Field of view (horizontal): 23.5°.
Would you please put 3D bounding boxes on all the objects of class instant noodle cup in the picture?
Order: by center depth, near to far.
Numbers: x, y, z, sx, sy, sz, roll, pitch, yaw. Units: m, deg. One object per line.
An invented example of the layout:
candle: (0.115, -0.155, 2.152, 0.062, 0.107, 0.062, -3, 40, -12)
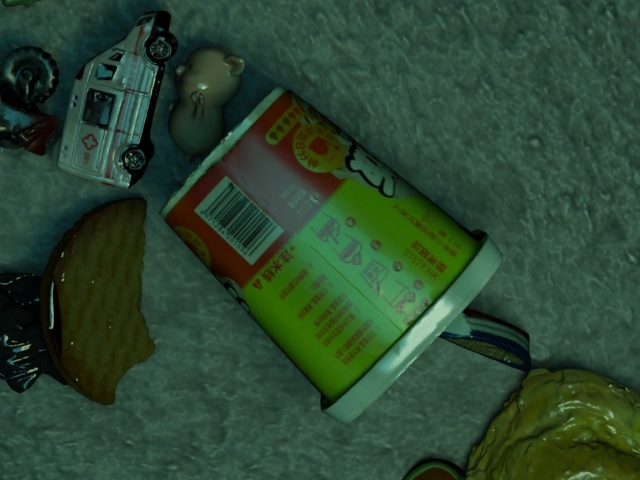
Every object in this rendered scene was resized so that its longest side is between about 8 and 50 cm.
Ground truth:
instant noodle cup: (0.000, 0.000, 1.712, 0.308, 0.294, 0.294, 44, 93, -3)

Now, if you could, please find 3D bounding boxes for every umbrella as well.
umbrella: (-0.387, 0.075, 1.759, 0.272, 0.122, 0.110, 34, 138, -13)

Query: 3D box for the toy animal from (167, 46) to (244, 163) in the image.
toy animal: (-0.132, -0.158, 1.751, 0.089, 0.083, 0.150, -1, 124, -42)

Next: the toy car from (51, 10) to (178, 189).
toy car: (-0.230, -0.165, 1.740, 0.108, 0.089, 0.209, 15, 101, -2)

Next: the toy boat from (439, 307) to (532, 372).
toy boat: (0.199, 0.115, 1.781, 0.080, 0.229, 0.045, 3, 79, 31)

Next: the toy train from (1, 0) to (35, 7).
toy train: (-0.335, -0.418, 1.667, 0.159, 0.129, 0.326, -14, 101, 0)

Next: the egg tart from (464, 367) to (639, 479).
egg tart: (0.317, 0.352, 1.842, 0.339, 0.153, 0.351, 38, 95, -12)

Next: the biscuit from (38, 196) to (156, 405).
biscuit: (-0.245, 0.061, 1.777, 0.176, 0.031, 0.228, 42, 66, -36)

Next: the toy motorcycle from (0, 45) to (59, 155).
toy motorcycle: (-0.385, -0.135, 1.737, 0.213, 0.082, 0.122, -18, 90, 7)

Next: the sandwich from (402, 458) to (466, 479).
sandwich: (0.130, 0.302, 1.858, 0.026, 0.069, 0.101, 29, 105, -40)
